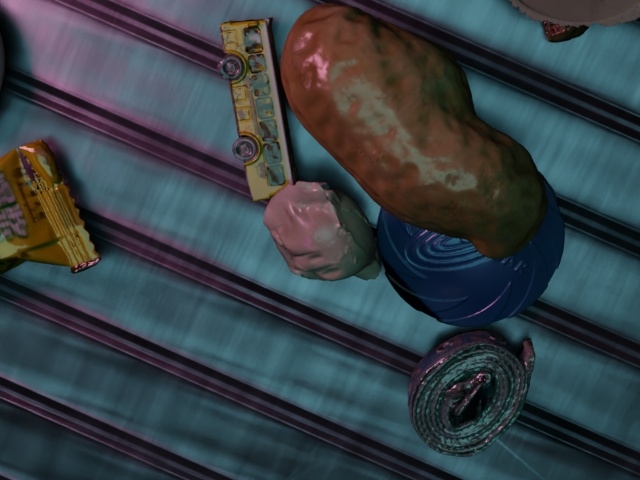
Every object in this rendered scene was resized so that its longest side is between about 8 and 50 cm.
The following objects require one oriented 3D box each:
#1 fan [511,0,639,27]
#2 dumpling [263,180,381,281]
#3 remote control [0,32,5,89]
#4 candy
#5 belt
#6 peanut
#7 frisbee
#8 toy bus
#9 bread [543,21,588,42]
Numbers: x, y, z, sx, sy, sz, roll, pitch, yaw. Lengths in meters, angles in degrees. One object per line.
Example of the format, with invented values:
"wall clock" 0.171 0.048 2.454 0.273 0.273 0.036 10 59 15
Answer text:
"fan" 0.224 -0.375 1.505 0.414 0.012 0.233 9 76 4
"dumpling" 0.000 0.000 1.581 0.127 0.108 0.188 -24 131 21
"remote control" -0.566 -0.229 1.594 0.332 0.103 0.221 0 99 5
"candy" -0.453 -0.001 1.638 0.297 0.081 0.187 -23 96 9
"belt" 0.190 0.197 1.619 0.147 0.082 0.163 14 102 -2
"peanut" 0.113 -0.134 1.510 0.387 0.169 0.192 45 71 3
"frisbee" 0.191 -0.004 1.601 0.242 0.045 0.242 1 100 6
"toy bus" -0.080 -0.166 1.574 0.074 0.081 0.226 -8 100 5
"bread" 0.300 -0.303 1.527 0.082 0.060 0.113 -22 96 11
